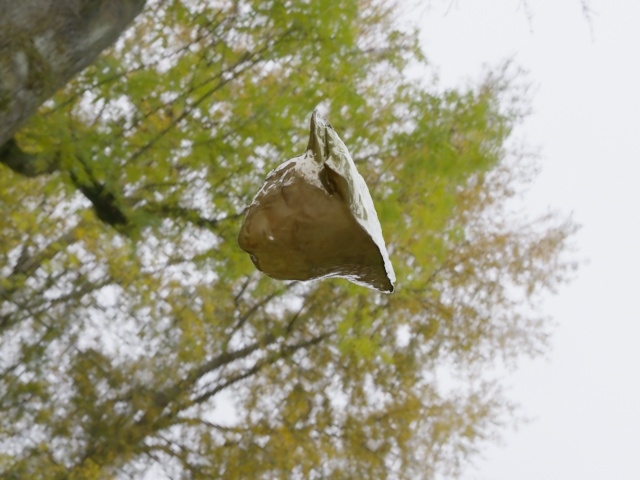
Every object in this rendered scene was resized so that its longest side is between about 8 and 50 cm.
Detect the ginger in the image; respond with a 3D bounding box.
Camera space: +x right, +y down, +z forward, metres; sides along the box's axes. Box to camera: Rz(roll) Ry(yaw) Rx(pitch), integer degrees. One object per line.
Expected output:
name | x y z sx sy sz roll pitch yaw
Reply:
ginger | 0.003 0.001 0.836 0.115 0.122 0.193 57 0 44
